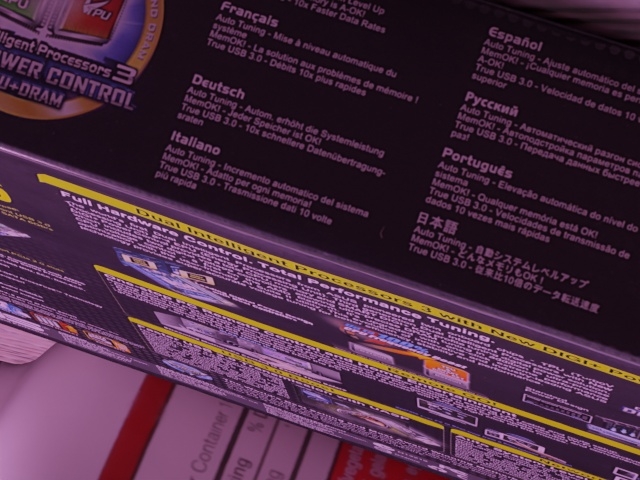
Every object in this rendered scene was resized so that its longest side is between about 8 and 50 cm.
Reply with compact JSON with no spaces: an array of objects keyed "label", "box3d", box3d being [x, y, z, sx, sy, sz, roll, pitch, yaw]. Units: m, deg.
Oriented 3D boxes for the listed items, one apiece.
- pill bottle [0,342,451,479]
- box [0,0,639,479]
[{"label":"pill bottle","box3d":[-0.030,0.170,0.818,0.407,0.229,0.229,21,167,2]},{"label":"box","box3d":[0.000,0.000,0.460,0.270,0.060,0.216,18,166,9]}]
